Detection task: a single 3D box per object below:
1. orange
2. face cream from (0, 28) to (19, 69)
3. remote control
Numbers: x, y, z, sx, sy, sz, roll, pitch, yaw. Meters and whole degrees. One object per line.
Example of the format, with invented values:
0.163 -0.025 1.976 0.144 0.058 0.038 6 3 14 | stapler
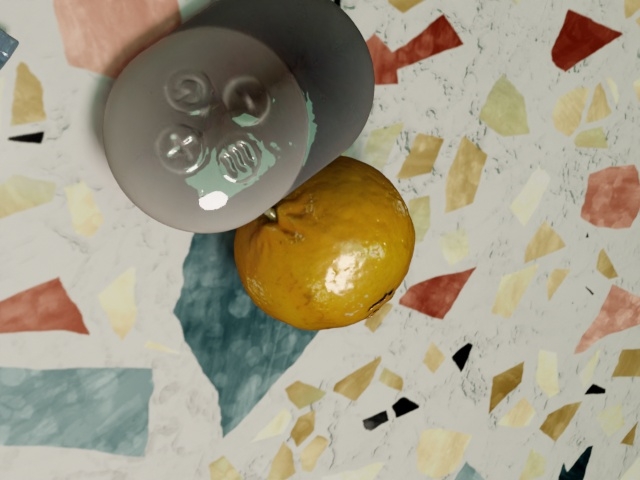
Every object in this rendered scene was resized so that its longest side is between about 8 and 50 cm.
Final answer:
0.002 0.000 1.382 0.219 0.219 0.193 -42 145 -13 | orange
-0.443 -0.065 1.114 0.135 0.086 0.385 35 84 -42 | face cream
-0.087 -0.151 1.294 0.332 0.103 0.221 -38 99 -18 | remote control
